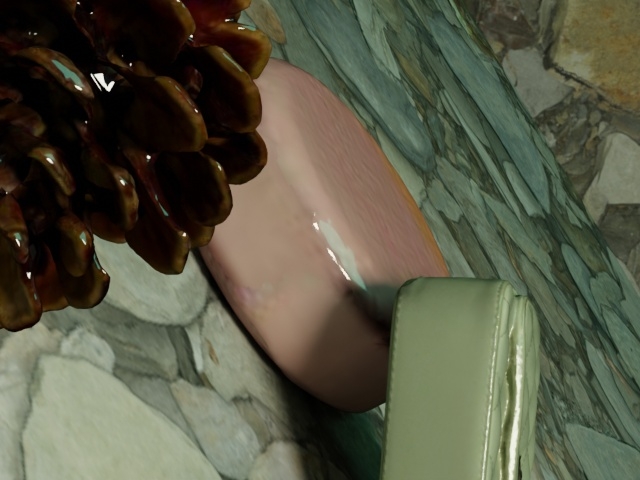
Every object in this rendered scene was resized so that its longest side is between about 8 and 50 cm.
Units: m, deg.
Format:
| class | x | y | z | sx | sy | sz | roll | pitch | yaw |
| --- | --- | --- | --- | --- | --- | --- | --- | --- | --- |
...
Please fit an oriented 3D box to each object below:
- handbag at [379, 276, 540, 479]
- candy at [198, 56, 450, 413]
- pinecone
| class | x | y | z | sx | sy | sz | roll | pitch | yaw |
| --- | --- | --- | --- | --- | --- | --- | --- | --- | --- |
| handbag | 0.099 | 0.149 | 1.136 | 0.219 | 0.079 | 0.256 | 28 | 66 | -68 |
| candy | 0.000 | 0.000 | 1.230 | 0.255 | 0.094 | 0.255 | 52 | 17 | -23 |
| pinecone | -0.124 | -0.053 | 0.807 | 0.207 | 0.208 | 0.207 | 52 | 17 | -23 |
